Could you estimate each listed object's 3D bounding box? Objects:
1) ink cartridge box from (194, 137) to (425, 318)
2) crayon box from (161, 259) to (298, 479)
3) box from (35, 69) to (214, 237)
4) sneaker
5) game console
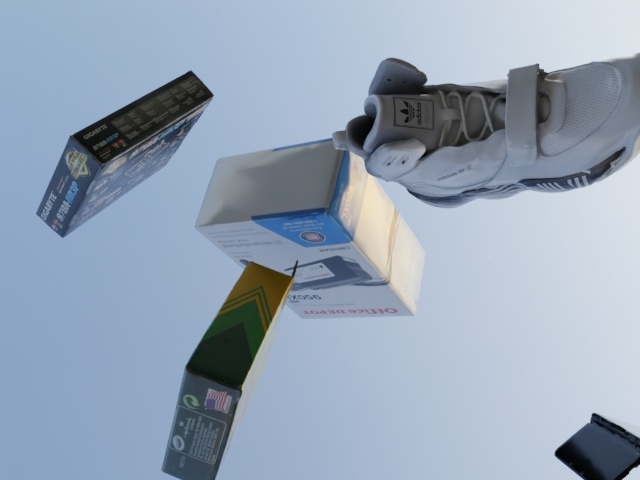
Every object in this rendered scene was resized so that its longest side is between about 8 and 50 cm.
[{"bbox_3d":[0.000,0.000,1.162,0.395,0.285,0.166,47,-133,-46],"label":"ink cartridge box"},{"bbox_3d":[-0.125,0.173,0.893,0.081,0.202,0.318,20,-151,2],"label":"crayon box"},{"bbox_3d":[-0.254,-0.115,0.784,0.051,0.175,0.220,45,-135,-5],"label":"box"},{"bbox_3d":[0.182,-0.132,0.685,0.210,0.365,0.138,14,-107,-34],"label":"sneaker"},{"bbox_3d":[0.363,0.260,0.713,0.107,0.122,0.071,19,-90,-4],"label":"game console"}]
